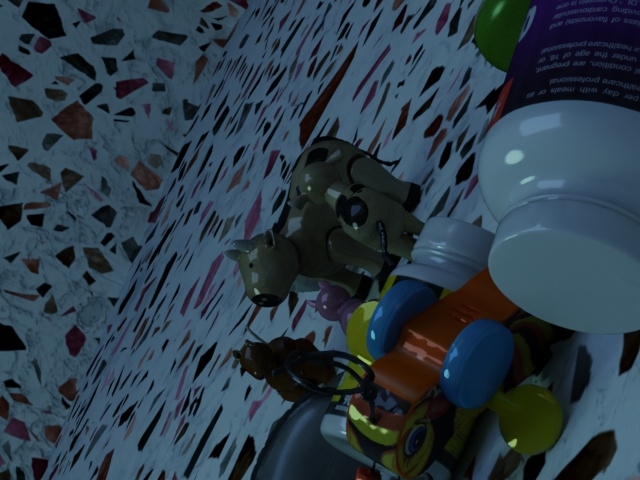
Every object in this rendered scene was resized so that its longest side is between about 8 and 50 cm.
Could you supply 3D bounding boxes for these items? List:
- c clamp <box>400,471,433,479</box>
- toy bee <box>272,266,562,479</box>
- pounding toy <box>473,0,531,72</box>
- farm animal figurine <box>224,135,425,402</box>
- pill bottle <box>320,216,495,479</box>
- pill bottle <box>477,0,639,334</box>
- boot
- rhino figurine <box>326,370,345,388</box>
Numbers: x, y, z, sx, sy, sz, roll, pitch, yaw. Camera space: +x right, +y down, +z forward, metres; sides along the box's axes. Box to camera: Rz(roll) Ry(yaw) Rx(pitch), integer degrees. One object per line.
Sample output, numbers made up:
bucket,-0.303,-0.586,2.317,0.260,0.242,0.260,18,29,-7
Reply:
c clamp,0.067,0.253,1.548,0.161,0.022,0.137,159,119,-79
toy bee,0.071,0.114,1.486,0.195,0.298,0.162,46,136,49
pounding toy,0.250,-0.187,1.602,0.237,0.183,0.110,-41,62,28
farm animal figurine,0.000,0.000,2.083,0.330,0.172,0.326,-52,16,39
pill bottle,0.093,0.093,1.629,0.208,0.119,0.119,-65,13,-14
pill bottle,0.221,-0.100,1.384,0.181,0.181,0.323,-42,23,57
boot,-0.013,0.311,1.657,0.223,0.118,0.338,-132,60,-74
rhino figurine,-0.004,0.217,1.866,0.243,0.073,0.106,-54,18,38
